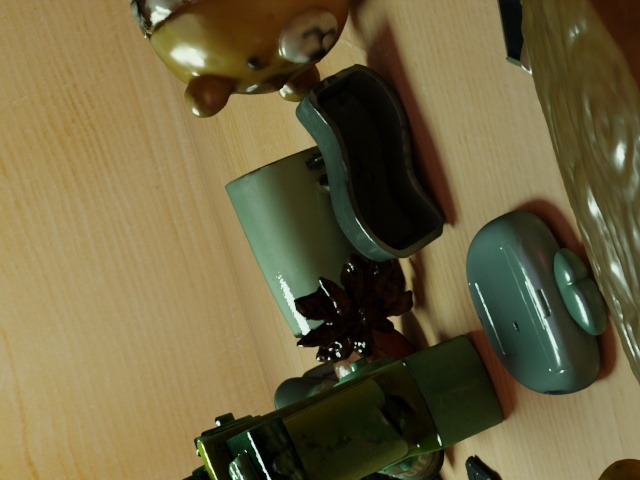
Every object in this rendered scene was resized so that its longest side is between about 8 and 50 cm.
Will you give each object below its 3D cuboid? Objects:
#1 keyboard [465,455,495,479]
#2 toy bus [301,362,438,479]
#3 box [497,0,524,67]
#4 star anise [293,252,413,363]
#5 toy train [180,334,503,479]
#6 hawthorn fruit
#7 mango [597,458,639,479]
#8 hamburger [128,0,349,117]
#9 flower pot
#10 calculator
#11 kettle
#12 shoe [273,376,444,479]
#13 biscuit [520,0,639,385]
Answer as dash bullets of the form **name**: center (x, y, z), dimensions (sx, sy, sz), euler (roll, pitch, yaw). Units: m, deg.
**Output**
- **keyboard**: center (0.244, 0.414, 1.737), dimensions (0.106, 0.016, 0.262), euler (-150, 42, -71)
- **toy bus**: center (0.077, 0.326, 2.045), dimensions (0.157, 0.140, 0.289), euler (88, 156, -55)
- **box**: center (0.175, -0.177, 1.047), dimensions (0.079, 0.035, 0.083), euler (-134, 26, -62)
- **star anise**: center (0.042, 0.067, 1.686), dimensions (0.073, 0.177, 0.233), euler (41, 150, 50)
- **toy train**: center (0.021, 0.240, 1.598), dimensions (0.160, 0.397, 0.253), euler (67, 155, 6)
- **hawthorn fruit**: center (0.082, 0.173, 1.828), dimensions (0.128, 0.128, 0.128), euler (160, 90, -78)
- **mango**: center (0.300, 0.300, 1.111), dimensions (0.157, 0.109, 0.262), euler (-123, 20, -79)
- **hamburger**: center (-0.090, -0.274, 1.522), dimensions (0.276, 0.277, 0.236), euler (152, 102, -78)
- **flower pot**: center (0.058, -0.087, 1.544), dimensions (0.108, 0.103, 0.229), euler (157, 92, -78)
- **calculator**: center (0.205, 0.064, 1.283), dimensions (0.299, 0.041, 0.185), euler (142, 108, -79)
- **kettle**: center (0.000, 0.000, 1.845), dimensions (0.240, 0.165, 0.255), euler (-24, 85, 49)
- **shoe**: center (0.032, 0.256, 1.893), dimensions (0.293, 0.109, 0.149), euler (21, 170, 31)
- **biscuit**: center (0.195, -0.003, 0.777), dimensions (0.365, 0.062, 0.385), euler (58, -167, -76)
